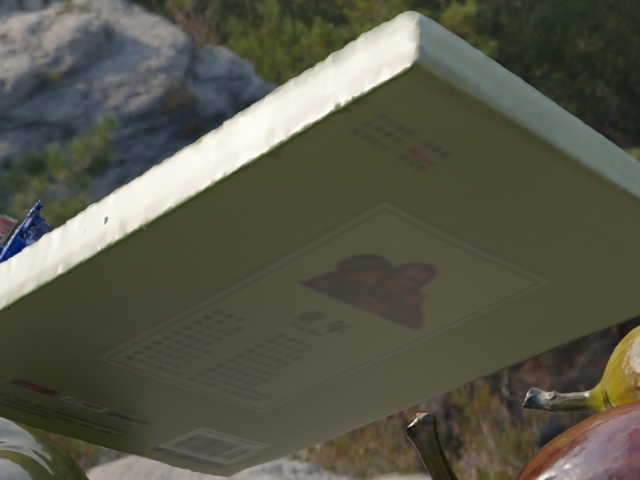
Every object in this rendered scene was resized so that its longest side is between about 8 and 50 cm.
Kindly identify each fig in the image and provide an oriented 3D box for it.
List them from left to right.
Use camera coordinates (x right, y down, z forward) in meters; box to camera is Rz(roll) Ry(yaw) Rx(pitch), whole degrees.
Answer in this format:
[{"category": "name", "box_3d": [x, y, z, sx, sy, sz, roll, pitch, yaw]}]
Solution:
[{"category": "fig", "box_3d": [0.189, 0.214, 0.937, 0.249, 0.204, 0.186, -4, 75, 1]}, {"category": "fig", "box_3d": [0.300, 0.127, 1.198, 0.231, 0.143, 0.160, 23, 28, 39]}]

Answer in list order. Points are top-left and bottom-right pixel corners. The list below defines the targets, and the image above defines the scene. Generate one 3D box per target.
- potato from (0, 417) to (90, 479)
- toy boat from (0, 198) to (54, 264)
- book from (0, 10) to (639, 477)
[{"category": "potato", "box_3d": [-0.242, 0.251, 0.943, 0.202, 0.218, 0.351, -38, 25, -8]}, {"category": "toy boat", "box_3d": [-0.201, 0.005, 0.783, 0.110, 0.091, 0.175, 33, 5, -10]}, {"category": "book", "box_3d": [-0.010, 0.033, 0.619, 0.352, 0.239, 0.035, -28, 51, 36]}]
